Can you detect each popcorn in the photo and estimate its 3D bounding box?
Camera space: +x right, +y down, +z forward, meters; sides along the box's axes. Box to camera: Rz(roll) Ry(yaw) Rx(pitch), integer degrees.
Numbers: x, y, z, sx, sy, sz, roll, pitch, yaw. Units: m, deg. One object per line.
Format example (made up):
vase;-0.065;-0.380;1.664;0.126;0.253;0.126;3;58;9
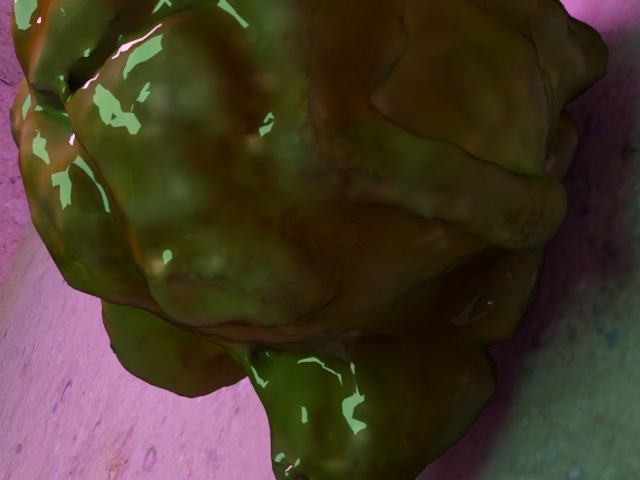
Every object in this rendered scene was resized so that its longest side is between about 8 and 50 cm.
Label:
popcorn;-0.010;-0.066;0.444;0.274;0.279;0.335;-3;47;32
